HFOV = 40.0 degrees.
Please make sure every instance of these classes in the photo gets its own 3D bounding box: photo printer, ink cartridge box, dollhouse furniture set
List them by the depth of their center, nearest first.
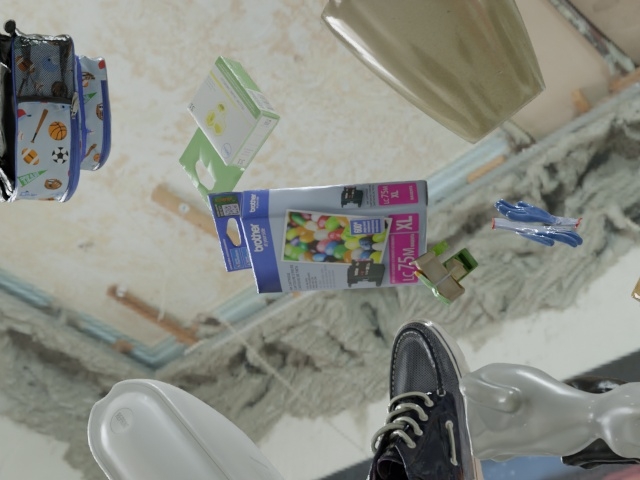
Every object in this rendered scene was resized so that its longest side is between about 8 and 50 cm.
[{"bbox_3d":[-0.089,0.271,0.877,0.107,0.307,0.256,-46,-34,-5],"label":"photo printer"},{"bbox_3d":[0.159,0.051,1.194,0.058,0.152,0.076,-43,-98,31],"label":"dollhouse furniture set"},{"bbox_3d":[0.000,0.000,1.286,0.311,0.065,0.186,-1,-39,4],"label":"ink cartridge box"},{"bbox_3d":[-0.184,-0.184,1.568,0.056,0.171,0.235,8,-53,-47],"label":"ink cartridge box"}]

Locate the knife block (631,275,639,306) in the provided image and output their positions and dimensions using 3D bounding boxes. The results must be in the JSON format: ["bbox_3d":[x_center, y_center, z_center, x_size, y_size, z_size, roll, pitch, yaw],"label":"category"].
[{"bbox_3d":[0.313,-0.037,0.532,0.088,0.242,0.276,27,0,-24],"label":"knife block"}]

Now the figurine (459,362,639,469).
[{"bbox_3d":[0.263,0.156,0.766,0.215,0.092,0.209,14,-16,-35],"label":"figurine"}]

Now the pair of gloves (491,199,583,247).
[{"bbox_3d":[0.381,-0.032,1.543,0.159,0.198,0.023,12,-70,12],"label":"pair of gloves"}]

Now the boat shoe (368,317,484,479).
[{"bbox_3d":[0.135,0.260,1.227,0.127,0.340,0.158,-30,-31,34],"label":"boat shoe"}]

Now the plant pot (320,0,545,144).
[{"bbox_3d":[0.184,-0.281,1.237,0.274,0.256,0.256,52,-49,2],"label":"plant pot"}]

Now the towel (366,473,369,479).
[{"bbox_3d":[0.157,0.467,1.755,0.113,0.023,0.152,16,-59,0],"label":"towel"}]

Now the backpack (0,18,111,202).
[{"bbox_3d":[-0.462,-0.192,1.458,0.213,0.263,0.276,5,-9,-20],"label":"backpack"}]
